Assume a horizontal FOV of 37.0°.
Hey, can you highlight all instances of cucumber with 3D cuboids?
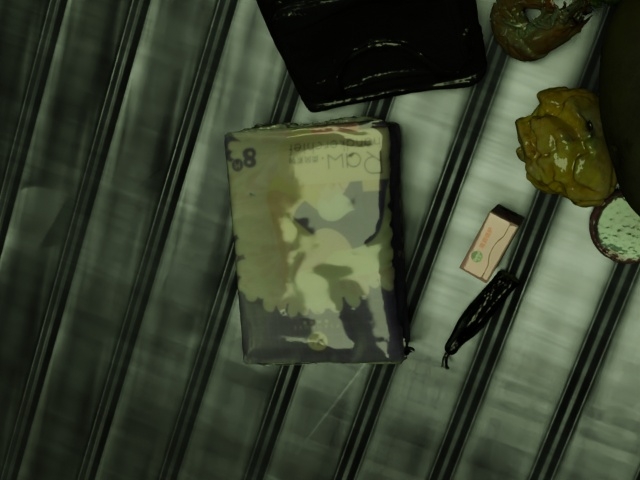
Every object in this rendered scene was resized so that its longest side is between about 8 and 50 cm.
[{"bbox_3d":[0.222,0.112,1.360,0.039,0.043,0.163,25,111,-33],"label":"cucumber"}]

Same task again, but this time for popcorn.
[{"bbox_3d":[0.328,-0.125,1.249,0.149,0.152,0.167,4,73,-18],"label":"popcorn"}]

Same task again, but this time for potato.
[{"bbox_3d":[0.435,-0.165,1.099,0.221,0.243,0.326,-2,93,12],"label":"potato"}]

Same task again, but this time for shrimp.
[{"bbox_3d":[0.285,-0.287,1.235,0.041,0.180,0.099,-39,102,-25],"label":"shrimp"}]

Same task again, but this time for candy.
[{"bbox_3d":[0.414,-0.020,1.286,0.103,0.043,0.103,3,100,16],"label":"candy"}]

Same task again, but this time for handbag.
[{"bbox_3d":[0.071,-0.273,1.262,0.275,0.244,0.088,-9,53,14],"label":"handbag"}]

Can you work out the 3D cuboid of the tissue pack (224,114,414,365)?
[{"bbox_3d":[0.000,0.000,1.356,0.243,0.125,0.343,-3,97,15],"label":"tissue pack"}]

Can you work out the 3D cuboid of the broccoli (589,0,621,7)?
[{"bbox_3d":[0.281,-0.430,1.193,0.302,0.186,0.253,10,108,8],"label":"broccoli"}]

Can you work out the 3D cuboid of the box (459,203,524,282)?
[{"bbox_3d":[0.233,0.002,1.294,0.043,0.125,0.089,29,102,10],"label":"box"}]
